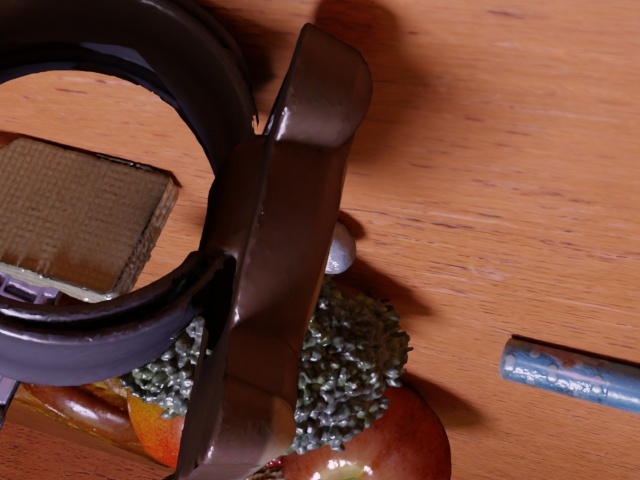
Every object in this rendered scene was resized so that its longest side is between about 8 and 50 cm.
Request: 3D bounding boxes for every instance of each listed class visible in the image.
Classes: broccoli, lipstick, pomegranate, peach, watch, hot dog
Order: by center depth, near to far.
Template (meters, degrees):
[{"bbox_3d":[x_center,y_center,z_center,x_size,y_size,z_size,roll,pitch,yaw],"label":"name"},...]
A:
[{"bbox_3d":[-0.162,-0.015,0.794,0.326,0.335,0.314,14,161,-9],"label":"watch"},{"bbox_3d":[0.272,0.143,1.161,0.157,0.048,0.048,12,157,24],"label":"lipstick"},{"bbox_3d":[-0.062,0.122,1.199,0.288,0.248,0.245,33,179,-8],"label":"broccoli"},{"bbox_3d":[0.065,0.284,1.498,0.232,0.257,0.232,8,114,18],"label":"peach"},{"bbox_3d":[-0.160,0.196,1.499,0.220,0.221,0.257,10,130,26],"label":"pomegranate"},{"bbox_3d":[-0.348,0.208,1.715,0.405,0.185,0.223,25,162,-9],"label":"hot dog"}]

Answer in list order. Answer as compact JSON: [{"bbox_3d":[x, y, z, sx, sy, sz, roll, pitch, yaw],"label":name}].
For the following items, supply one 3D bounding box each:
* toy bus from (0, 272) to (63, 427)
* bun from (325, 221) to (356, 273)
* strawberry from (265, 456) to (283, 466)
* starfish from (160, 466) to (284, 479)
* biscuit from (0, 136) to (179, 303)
[{"bbox_3d":[-0.448,0.160,1.499,0.109,0.330,0.136,25,169,-8],"label":"toy bus"},{"bbox_3d":[0.000,0.000,1.074,0.083,0.045,0.083,18,156,8],"label":"bun"},{"bbox_3d":[-0.009,0.279,1.680,0.236,0.111,0.190,0,-176,25],"label":"strawberry"},{"bbox_3d":[-0.133,0.376,1.718,0.432,0.083,0.324,-10,179,-22],"label":"starfish"},{"bbox_3d":[-0.286,-0.025,1.138,0.252,0.150,0.052,14,157,17],"label":"biscuit"}]
